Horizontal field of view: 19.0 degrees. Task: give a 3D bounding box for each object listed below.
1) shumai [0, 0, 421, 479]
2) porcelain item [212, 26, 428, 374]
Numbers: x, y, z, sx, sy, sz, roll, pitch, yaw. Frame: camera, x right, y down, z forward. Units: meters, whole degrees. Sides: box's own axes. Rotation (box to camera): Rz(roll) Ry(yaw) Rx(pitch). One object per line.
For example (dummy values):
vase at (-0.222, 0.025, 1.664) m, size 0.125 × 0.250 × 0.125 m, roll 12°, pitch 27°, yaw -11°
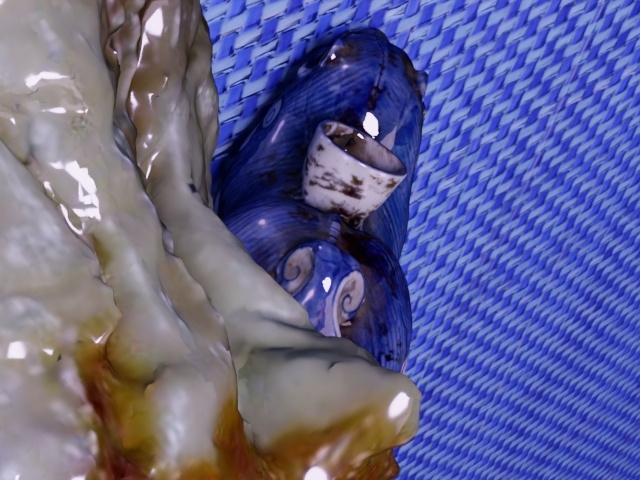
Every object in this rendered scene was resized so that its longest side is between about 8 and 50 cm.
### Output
shumai at (-0.124, 0.024, 0.808) m, size 0.324 × 0.323 × 0.397 m, roll -35°, pitch 155°, yaw -14°
porcelain item at (0.000, 0.000, 1.078) m, size 0.288 × 0.138 × 0.186 m, roll -75°, pitch -170°, yaw -66°
